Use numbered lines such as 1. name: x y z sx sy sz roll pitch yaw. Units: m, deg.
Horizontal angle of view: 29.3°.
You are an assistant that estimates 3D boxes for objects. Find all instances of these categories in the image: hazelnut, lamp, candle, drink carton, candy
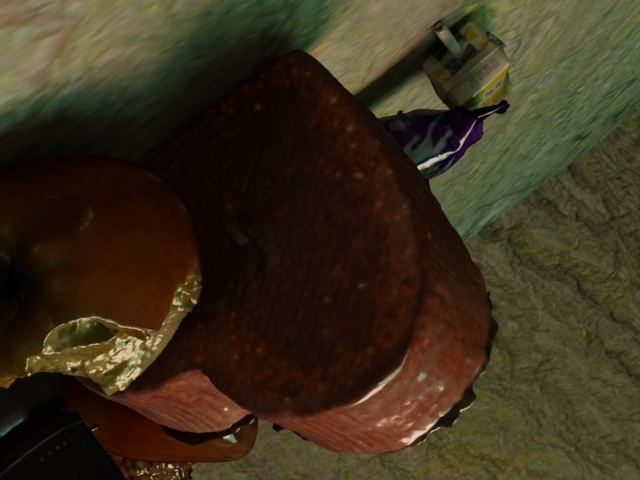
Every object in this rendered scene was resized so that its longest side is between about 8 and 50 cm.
1. hazelnut: -0.144 0.137 1.183 0.208 0.208 0.208 -37 171 -7
2. lamp: -0.235 0.188 0.995 0.172 0.227 0.147 -30 168 -44
3. candle: -0.032 0.001 0.859 0.131 0.317 0.287 40 63 -51
4. drink carton: 0.149 -0.171 1.229 0.084 0.074 0.200 -40 172 7
5. candy: 0.047 -0.076 1.189 0.275 0.070 0.145 -18 169 0

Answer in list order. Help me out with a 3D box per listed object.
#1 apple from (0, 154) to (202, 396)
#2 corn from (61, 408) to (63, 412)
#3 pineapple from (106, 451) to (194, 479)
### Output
1. apple: -0.156 0.017 0.748 0.156 0.147 0.158 -7 166 11
2. corn: -0.311 0.219 1.319 0.281 0.092 0.092 -32 169 -21
3. pineapple: -0.222 0.253 1.491 0.166 0.193 0.166 -38 164 -13
